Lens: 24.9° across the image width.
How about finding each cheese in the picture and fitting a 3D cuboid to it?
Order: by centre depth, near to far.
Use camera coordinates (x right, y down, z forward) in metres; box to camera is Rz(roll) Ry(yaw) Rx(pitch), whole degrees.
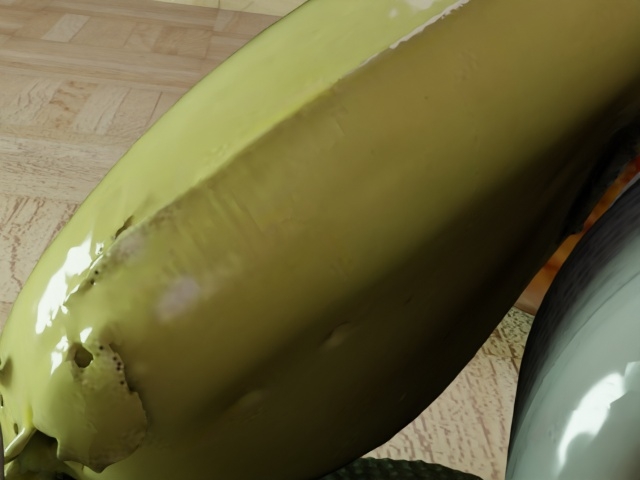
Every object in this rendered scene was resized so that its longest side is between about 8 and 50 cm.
[{"bbox_3d":[0.000,0.000,0.586,0.316,0.259,0.128,-37,66,-23],"label":"cheese"}]

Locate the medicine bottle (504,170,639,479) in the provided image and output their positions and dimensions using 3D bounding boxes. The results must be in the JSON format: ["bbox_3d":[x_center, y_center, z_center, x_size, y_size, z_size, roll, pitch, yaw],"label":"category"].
[{"bbox_3d":[0.196,0.073,0.553,0.245,0.245,0.306,10,17,8],"label":"medicine bottle"}]

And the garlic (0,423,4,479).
[{"bbox_3d":[-0.166,0.131,0.436,0.207,0.207,0.257,5,-18,-9],"label":"garlic"}]

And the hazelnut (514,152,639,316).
[{"bbox_3d":[0.221,-0.083,1.021,0.372,0.315,0.372,28,-5,3],"label":"hazelnut"}]

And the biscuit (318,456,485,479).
[{"bbox_3d":[-0.003,0.139,0.584,0.150,0.052,0.252,19,18,32],"label":"biscuit"}]
